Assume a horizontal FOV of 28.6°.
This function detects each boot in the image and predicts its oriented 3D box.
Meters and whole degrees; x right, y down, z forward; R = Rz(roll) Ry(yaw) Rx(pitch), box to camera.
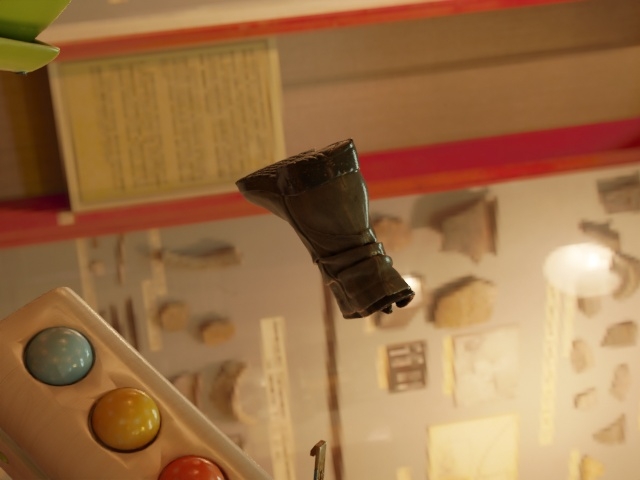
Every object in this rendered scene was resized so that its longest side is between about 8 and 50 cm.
[{"bbox_3d":[0.000,0.000,1.156,0.161,0.083,0.246,68,-15,-6],"label":"boot"}]

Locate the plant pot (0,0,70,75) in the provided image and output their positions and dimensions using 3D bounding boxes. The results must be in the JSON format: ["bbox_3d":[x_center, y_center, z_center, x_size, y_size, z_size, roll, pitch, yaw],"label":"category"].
[{"bbox_3d":[-0.376,-0.293,1.268,0.227,0.228,0.207,-4,112,-64],"label":"plant pot"}]

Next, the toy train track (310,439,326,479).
[{"bbox_3d":[-0.007,0.171,0.844,0.048,0.014,0.083,-31,131,-56],"label":"toy train track"}]

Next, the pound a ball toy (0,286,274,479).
[{"bbox_3d":[-0.170,0.202,0.986,0.319,0.208,0.136,40,-38,20],"label":"pound a ball toy"}]
